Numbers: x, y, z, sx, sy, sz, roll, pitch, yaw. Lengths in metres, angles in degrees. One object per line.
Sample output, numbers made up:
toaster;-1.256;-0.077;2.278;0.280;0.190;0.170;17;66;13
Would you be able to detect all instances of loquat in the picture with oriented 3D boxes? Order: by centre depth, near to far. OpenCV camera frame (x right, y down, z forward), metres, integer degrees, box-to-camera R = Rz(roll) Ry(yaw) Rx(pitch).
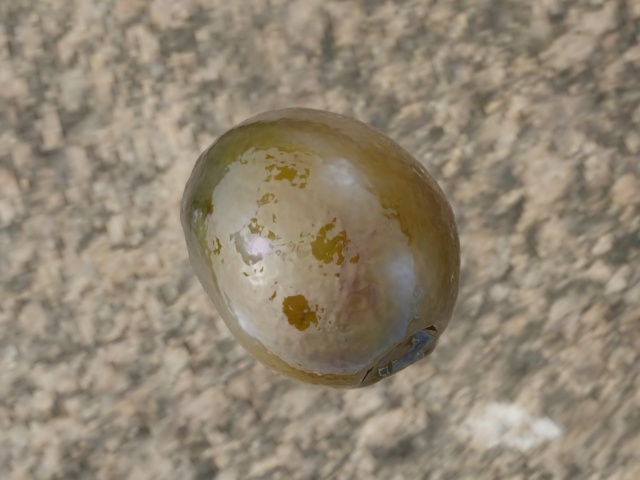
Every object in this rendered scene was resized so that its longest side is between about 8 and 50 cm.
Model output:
loquat;0.000;0.000;1.295;0.179;0.179;0.227;-51;58;24
